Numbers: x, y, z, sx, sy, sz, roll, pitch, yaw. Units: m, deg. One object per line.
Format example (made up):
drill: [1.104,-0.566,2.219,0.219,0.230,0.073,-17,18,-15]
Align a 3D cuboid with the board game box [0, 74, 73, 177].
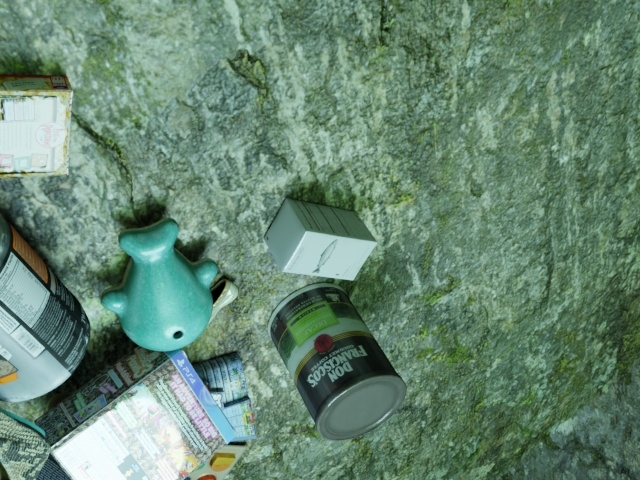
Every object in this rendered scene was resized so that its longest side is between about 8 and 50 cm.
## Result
board game box: [-0.455,-0.158,1.034,0.193,0.045,0.147,-5,132,-29]

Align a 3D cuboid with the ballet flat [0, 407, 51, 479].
ballet flat: [-0.537,0.272,1.038,0.164,0.182,0.483,-2,141,11]

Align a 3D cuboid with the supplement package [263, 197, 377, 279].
supplement package: [0.000,0.000,1.431,0.179,0.105,0.105,8,125,-37]

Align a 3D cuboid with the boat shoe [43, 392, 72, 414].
boat shoe: [-0.468,0.418,1.540,0.098,0.109,0.302,-24,134,26]

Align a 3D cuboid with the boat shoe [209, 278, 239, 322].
boat shoe: [-0.225,0.126,1.458,0.135,0.050,0.045,-44,136,-3]

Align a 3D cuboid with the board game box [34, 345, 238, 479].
board game box: [-0.352,0.362,1.421,0.291,0.141,0.232,-36,117,-20]

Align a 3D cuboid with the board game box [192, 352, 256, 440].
board game box: [-0.251,0.367,1.602,0.194,0.060,0.194,-15,109,-23]

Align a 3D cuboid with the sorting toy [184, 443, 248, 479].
sorting toy: [-0.305,0.583,1.855,0.208,0.038,0.193,12,122,-40]

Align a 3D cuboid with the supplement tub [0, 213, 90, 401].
supplement tub: [-0.514,0.084,1.109,0.207,0.207,0.338,-29,138,-5]

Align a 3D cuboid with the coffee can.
coffee can: [0.029,0.255,1.566,0.201,0.275,0.202,-18,137,-18]

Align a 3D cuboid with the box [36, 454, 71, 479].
box: [-0.639,0.613,1.439,0.179,0.312,0.343,39,107,-7]

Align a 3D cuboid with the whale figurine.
whale figurine: [-0.281,0.089,1.312,0.216,0.141,0.272,-16,136,-18]
